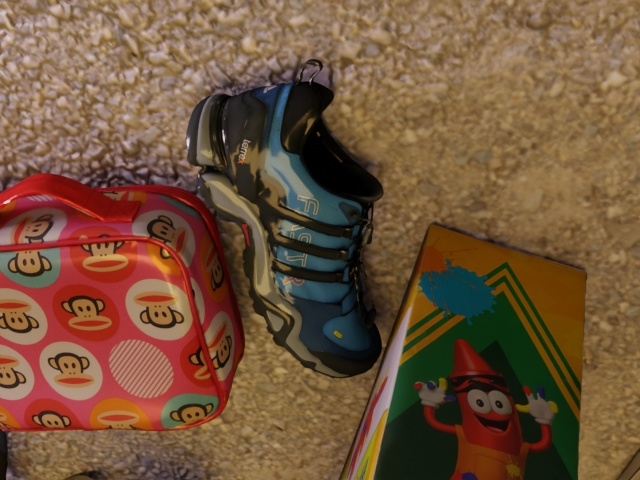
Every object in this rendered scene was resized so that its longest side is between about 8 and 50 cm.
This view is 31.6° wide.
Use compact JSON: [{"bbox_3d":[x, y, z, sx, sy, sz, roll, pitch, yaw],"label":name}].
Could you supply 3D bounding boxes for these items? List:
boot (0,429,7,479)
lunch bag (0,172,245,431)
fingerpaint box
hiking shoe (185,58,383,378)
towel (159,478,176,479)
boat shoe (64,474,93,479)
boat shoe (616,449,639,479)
[{"bbox_3d":[-0.386,0.286,1.325,0.082,0.106,0.219,14,157,-3],"label":"boot"},{"bbox_3d":[-0.230,0.052,1.045,0.293,0.120,0.258,-2,125,14],"label":"lunch bag"},{"bbox_3d":[0.088,0.277,1.010,0.163,0.371,0.445,17,128,2],"label":"fingerpaint box"},{"bbox_3d":[0.000,0.000,0.981,0.132,0.113,0.304,-14,122,23],"label":"hiking shoe"},{"bbox_3d":[-0.161,0.484,1.364,0.374,0.090,0.320,46,125,-7],"label":"towel"},{"bbox_3d":[-0.301,0.314,1.335,0.133,0.049,0.042,-29,122,32],"label":"boat shoe"},{"bbox_3d":[0.327,0.314,1.164,0.096,0.088,0.268,21,128,-4],"label":"boat shoe"}]
